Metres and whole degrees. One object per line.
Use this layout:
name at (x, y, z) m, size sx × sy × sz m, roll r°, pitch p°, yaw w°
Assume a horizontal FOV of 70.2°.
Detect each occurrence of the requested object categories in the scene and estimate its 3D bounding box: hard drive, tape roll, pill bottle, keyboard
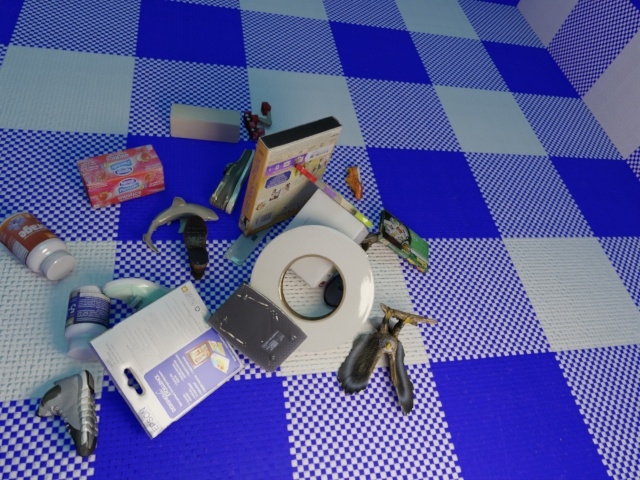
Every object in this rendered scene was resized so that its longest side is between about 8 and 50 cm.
hard drive at (-0.181, 0.250, 1.327) m, size 0.254 × 0.054 × 0.172 m, roll 43°, pitch 93°, yaw -16°
tape roll at (-0.023, 0.145, 1.411) m, size 0.391 × 0.072 × 0.393 m, roll 0°, pitch 90°, yaw 3°
pill bottle at (-0.854, 0.019, 1.377) m, size 0.216 × 0.121 × 0.121 m, roll 37°, pitch 54°, yaw 11°
keyboard at (-0.246, -0.013, 1.638) m, size 0.072 × 0.014 × 0.256 m, roll 33°, pitch 54°, yaw 3°
pill bottle at (-0.657, 0.232, 1.287) m, size 0.111 × 0.112 × 0.187 m, roll -1°, pitch 56°, yaw -16°

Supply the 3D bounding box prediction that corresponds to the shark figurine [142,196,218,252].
shark figurine at (-0.509, -0.091, 1.557) m, size 0.278 × 0.116 × 0.166 m, roll -31°, pitch 67°, yaw -33°

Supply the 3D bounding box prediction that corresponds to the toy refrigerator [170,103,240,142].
toy refrigerator at (-0.463, -0.476, 1.845) m, size 0.269 × 0.102 × 0.094 m, roll 3°, pitch 55°, yaw -13°

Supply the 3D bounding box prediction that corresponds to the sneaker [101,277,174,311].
sneaker at (-0.508, 0.203, 1.324) m, size 0.255 × 0.094 × 0.151 m, roll 18°, pitch 52°, yaw -31°

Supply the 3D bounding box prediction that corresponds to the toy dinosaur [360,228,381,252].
toy dinosaur at (0.082, -0.038, 1.683) m, size 0.313 × 0.160 × 0.121 m, roll 25°, pitch 88°, yaw 17°

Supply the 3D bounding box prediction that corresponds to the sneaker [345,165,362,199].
sneaker at (0.139, -0.233, 1.877) m, size 0.067 × 0.064 × 0.175 m, roll -8°, pitch 51°, yaw 3°

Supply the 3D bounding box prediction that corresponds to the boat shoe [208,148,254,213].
boat shoe at (-0.326, -0.240, 1.713) m, size 0.091 × 0.109 × 0.305 m, roll 20°, pitch 57°, yaw -7°

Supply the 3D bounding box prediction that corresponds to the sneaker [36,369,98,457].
sneaker at (-0.649, 0.453, 1.162) m, size 0.132 × 0.086 × 0.229 m, roll -12°, pitch 49°, yaw -17°

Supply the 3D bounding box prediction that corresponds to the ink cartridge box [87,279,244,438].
ink cartridge box at (-0.416, 0.316, 1.258) m, size 0.307 × 0.072 × 0.304 m, roll -33°, pitch 95°, yaw -31°

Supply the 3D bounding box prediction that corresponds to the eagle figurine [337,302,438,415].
eagle figurine at (0.202, 0.356, 1.421) m, size 0.226 × 0.225 × 0.299 m, roll 10°, pitch 79°, yaw 41°

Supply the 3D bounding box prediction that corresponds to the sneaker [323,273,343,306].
sneaker at (0.088, 0.129, 1.573) m, size 0.083 × 0.098 × 0.224 m, roll 34°, pitch 54°, yaw 9°

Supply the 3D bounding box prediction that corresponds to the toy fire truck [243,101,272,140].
toy fire truck at (-0.259, -0.513, 1.961) m, size 0.135 × 0.047 × 0.192 m, roll -11°, pitch 60°, yaw -24°

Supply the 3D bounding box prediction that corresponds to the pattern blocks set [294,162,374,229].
pattern blocks set at (0.063, -0.136, 1.506) m, size 0.285 × 0.325 × 0.026 m, roll 41°, pitch 95°, yaw 22°

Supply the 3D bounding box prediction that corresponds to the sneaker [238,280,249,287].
sneaker at (-0.256, 0.220, 1.434) m, size 0.082 × 0.069 × 0.210 m, roll -2°, pitch 56°, yaw -12°

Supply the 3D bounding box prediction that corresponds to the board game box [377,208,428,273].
board game box at (0.312, 0.005, 1.691) m, size 0.259 × 0.030 × 0.136 m, roll 35°, pitch 45°, yaw -27°

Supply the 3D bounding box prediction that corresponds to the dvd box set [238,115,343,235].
dvd box set at (-0.110, -0.211, 1.545) m, size 0.307 × 0.421 × 0.062 m, roll -27°, pitch 67°, yaw -33°

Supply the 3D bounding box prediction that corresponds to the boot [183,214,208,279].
boot at (-0.416, 0.024, 1.513) m, size 0.082 × 0.106 × 0.219 m, roll 1°, pitch 50°, yaw -20°

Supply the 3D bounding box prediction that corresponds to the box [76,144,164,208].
box at (-0.690, -0.224, 1.589) m, size 0.256 × 0.128 × 0.123 m, roll -21°, pitch 63°, yaw -27°

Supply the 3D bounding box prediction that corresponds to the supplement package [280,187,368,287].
supplement package at (0.000, 0.000, 1.536) m, size 0.204 × 0.145 × 0.262 m, roll 40°, pitch 92°, yaw 14°
